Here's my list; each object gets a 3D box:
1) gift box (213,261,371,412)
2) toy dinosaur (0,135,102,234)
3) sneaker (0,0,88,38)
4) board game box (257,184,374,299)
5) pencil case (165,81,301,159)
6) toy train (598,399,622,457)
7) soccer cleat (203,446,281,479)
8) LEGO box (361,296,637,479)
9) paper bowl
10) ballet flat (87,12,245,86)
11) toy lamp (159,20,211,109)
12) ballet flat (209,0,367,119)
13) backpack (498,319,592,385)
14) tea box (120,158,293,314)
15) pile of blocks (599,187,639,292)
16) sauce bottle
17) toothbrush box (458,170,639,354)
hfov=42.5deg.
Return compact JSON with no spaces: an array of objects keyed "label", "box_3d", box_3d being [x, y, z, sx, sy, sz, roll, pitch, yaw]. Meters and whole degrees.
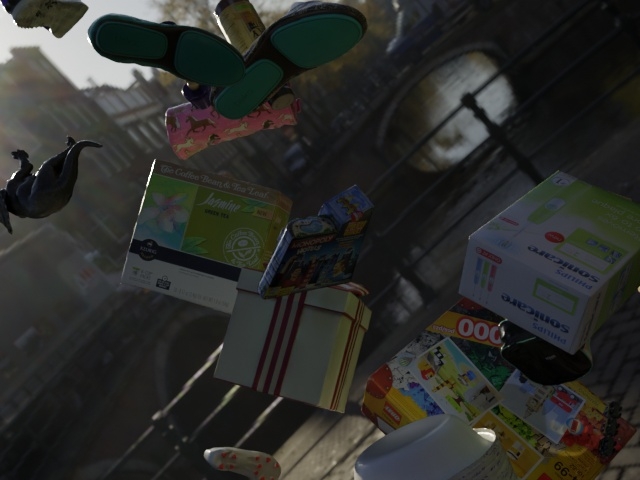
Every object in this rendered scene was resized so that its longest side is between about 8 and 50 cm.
[{"label":"gift box","box_3d":[-0.049,0.188,1.654,0.276,0.255,0.258,52,-128,-74]},{"label":"toy dinosaur","box_3d":[-0.505,-0.095,1.506,0.314,0.121,0.160,-10,57,22]},{"label":"sneaker","box_3d":[-0.599,-0.520,1.734,0.102,0.146,0.293,-43,2,9]},{"label":"board game box","box_3d":[0.000,0.000,1.379,0.194,0.060,0.194,-9,-41,-39]},{"label":"pencil case","box_3d":[-0.251,-0.358,2.373,0.386,0.160,0.167,-17,19,9]},{"label":"toy train","box_3d":[0.579,0.376,1.648,0.036,0.027,0.158,-53,-1,39]},{"label":"soccer cleat","box_3d":[-0.178,0.513,1.909,0.076,0.196,0.068,5,74,55]},{"label":"LEGO box","box_3d":[0.406,0.424,1.940,0.372,0.500,0.193,-36,-27,-26]},{"label":"paper bowl","box_3d":[0.171,0.393,1.374,0.284,0.148,0.284,-25,-3,-2]},{"label":"ballet flat","box_3d":[-0.235,-0.298,1.262,0.087,0.247,0.083,45,121,55]},{"label":"toy lamp","box_3d":[-0.341,-0.434,2.082,0.080,0.080,0.274,-45,-30,-13]},{"label":"ballet flat","box_3d":[-0.088,-0.468,1.986,0.483,0.164,0.182,-28,42,36]},{"label":"backpack","box_3d":[0.485,0.219,1.750,0.166,0.188,0.144,-28,31,30]},{"label":"tea box","box_3d":[-0.278,-0.001,2.071,0.220,0.329,0.323,35,-111,-82]},{"label":"pile of blocks","box_3d":[0.617,0.037,1.468,0.149,0.362,0.112,-49,6,-7]},{"label":"sauce bottle","box_3d":[-0.171,-0.505,2.215,0.111,0.344,0.111,-26,-17,-9]},{"label":"toothbrush box","box_3d":[0.388,0.024,1.305,0.283,0.206,0.122,-32,-42,-37]}]
